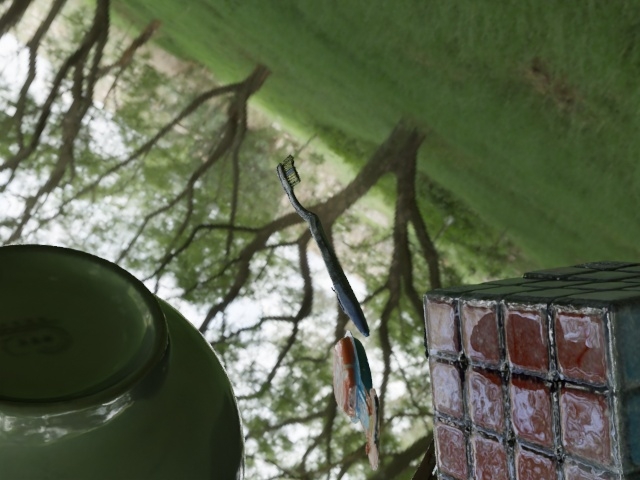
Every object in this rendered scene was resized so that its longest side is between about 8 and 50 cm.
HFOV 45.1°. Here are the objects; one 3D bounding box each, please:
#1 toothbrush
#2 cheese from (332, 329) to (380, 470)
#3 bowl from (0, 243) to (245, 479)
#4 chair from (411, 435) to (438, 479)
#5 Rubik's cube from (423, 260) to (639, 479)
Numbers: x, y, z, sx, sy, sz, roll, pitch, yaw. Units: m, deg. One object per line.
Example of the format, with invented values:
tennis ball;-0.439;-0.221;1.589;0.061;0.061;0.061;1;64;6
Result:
toothbrush;0.000;0.000;1.296;0.035;0.042;0.413;32;-155;-47
cheese;0.042;0.174;0.879;0.037;0.106;0.256;-1;-170;-5
bowl;-0.212;0.126;0.565;0.353;0.185;0.354;12;-148;-8
chair;0.331;0.358;1.311;0.240;0.416;0.203;18;150;28
Rubik's cube;0.361;0.210;0.940;0.337;0.344;0.343;-7;-176;-26
